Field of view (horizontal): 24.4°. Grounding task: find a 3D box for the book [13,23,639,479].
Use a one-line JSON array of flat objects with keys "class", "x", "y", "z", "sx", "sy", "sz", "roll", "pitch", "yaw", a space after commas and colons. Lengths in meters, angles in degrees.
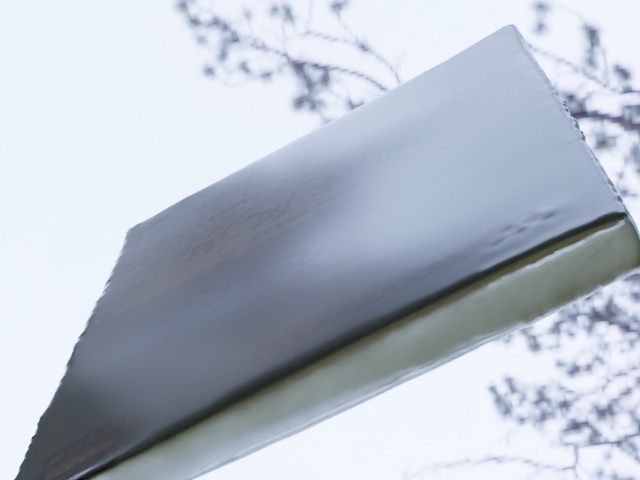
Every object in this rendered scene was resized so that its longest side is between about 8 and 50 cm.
[{"class": "book", "x": 0.000, "y": 0.000, "z": 0.698, "sx": 0.264, "sy": 0.031, "sz": 0.379, "roll": -28, "pitch": -165, "yaw": 9}]
